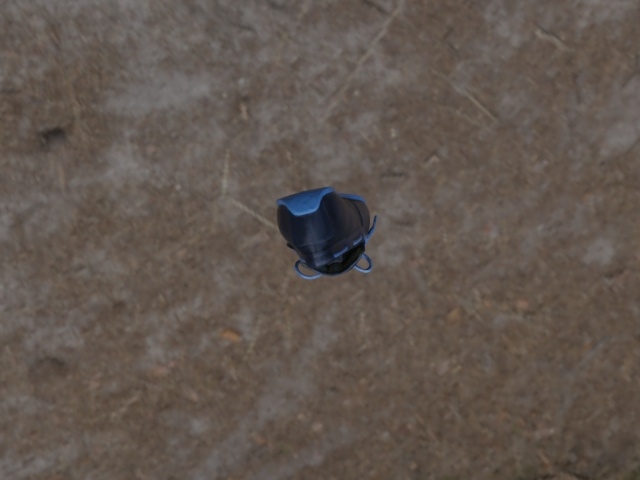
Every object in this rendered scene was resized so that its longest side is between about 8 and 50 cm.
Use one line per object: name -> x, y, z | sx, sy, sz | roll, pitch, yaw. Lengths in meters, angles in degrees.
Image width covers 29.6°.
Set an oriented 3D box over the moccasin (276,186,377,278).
moccasin -> 0.000, 0.000, 1.731 | 0.137, 0.117, 0.342 | -15, 175, 14
